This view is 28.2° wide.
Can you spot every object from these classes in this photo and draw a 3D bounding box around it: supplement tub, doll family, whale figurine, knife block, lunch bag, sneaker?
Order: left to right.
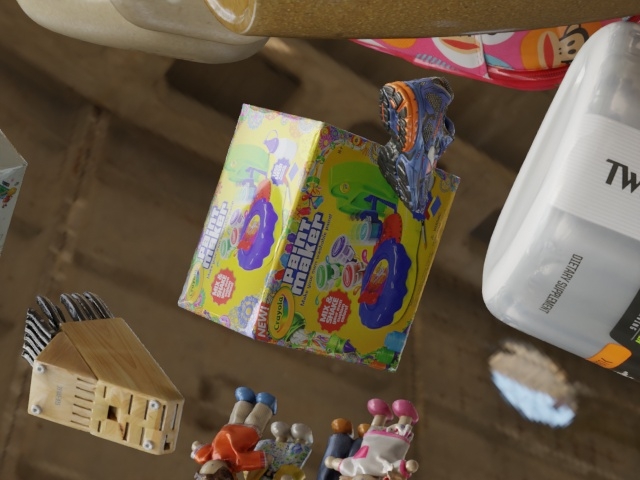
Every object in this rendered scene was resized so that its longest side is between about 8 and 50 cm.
[{"bbox_3d":[-0.291,0.165,1.765,0.275,0.088,0.242,16,-154,8],"label":"knife block"},{"bbox_3d":[-0.089,-0.181,0.766,0.216,0.141,0.272,9,-170,-16],"label":"whale figurine"},{"bbox_3d":[-0.011,0.258,1.345,0.163,0.263,0.118,-62,-36,-47],"label":"doll family"},{"bbox_3d":[0.126,-0.115,1.565,0.087,0.221,0.083,-23,-122,-14],"label":"sneaker"},{"bbox_3d":[0.145,-0.251,1.036,0.293,0.120,0.258,25,-124,39],"label":"lunch bag"},{"bbox_3d":[0.163,0.009,0.449,0.190,0.117,0.117,23,-145,2],"label":"supplement tub"}]

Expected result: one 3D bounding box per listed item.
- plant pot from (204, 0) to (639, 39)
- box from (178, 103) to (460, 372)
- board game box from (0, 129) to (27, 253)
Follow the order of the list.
[{"bbox_3d":[0.060,-0.189,0.575,0.254,0.237,0.237,-21,-115,-17],"label":"plant pot"},{"bbox_3d":[0.000,0.000,1.743,0.279,0.290,0.177,17,-179,-42],"label":"box"},{"bbox_3d":[-0.510,-0.052,1.691,0.097,0.303,0.224,-14,-129,-41],"label":"board game box"}]
